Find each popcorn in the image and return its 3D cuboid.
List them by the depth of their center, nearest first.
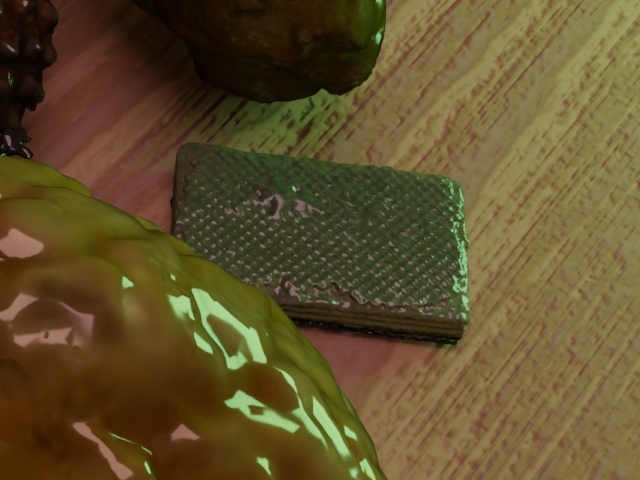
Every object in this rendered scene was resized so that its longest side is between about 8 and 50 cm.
[{"bbox_3d":[-0.142,0.153,0.874,0.354,0.344,0.390,-13,74,-60],"label":"popcorn"}]

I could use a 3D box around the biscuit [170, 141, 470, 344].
[{"bbox_3d":[0.000,0.000,1.176,0.199,0.040,0.121,6,56,-9],"label":"biscuit"}]

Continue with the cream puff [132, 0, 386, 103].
[{"bbox_3d":[-0.038,-0.208,1.173,0.196,0.244,0.244,-3,59,-28],"label":"cream puff"}]

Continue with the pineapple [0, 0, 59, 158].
[{"bbox_3d":[-0.236,-0.083,1.092,0.175,0.175,0.361,0,58,-14],"label":"pineapple"}]
